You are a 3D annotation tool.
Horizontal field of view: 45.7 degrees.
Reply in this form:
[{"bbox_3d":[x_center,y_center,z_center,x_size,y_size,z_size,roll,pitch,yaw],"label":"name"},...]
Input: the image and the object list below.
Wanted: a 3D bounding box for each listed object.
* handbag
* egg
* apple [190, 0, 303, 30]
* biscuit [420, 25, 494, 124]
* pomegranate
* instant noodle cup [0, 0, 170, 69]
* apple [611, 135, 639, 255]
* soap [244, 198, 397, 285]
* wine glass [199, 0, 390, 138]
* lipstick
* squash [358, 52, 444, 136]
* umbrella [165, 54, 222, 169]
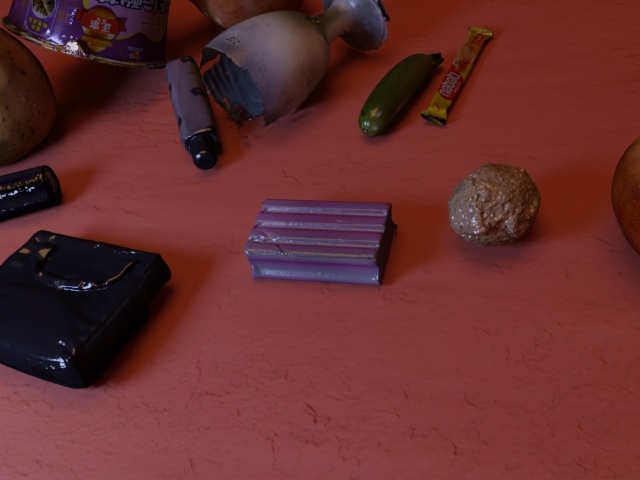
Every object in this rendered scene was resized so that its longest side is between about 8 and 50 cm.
[{"bbox_3d":[-0.379,0.093,1.111,0.275,0.088,0.244,8,46,27],"label":"handbag"},{"bbox_3d":[0.241,-0.048,1.059,0.140,0.116,0.118,-36,19,-21],"label":"egg"},{"bbox_3d":[-0.145,-0.526,1.613,0.251,0.163,0.293,-35,33,-8],"label":"apple"},{"bbox_3d":[0.250,-0.303,1.379,0.048,0.026,0.292,24,54,10],"label":"biscuit"},{"bbox_3d":[-0.638,-0.271,1.421,0.281,0.281,0.281,-8,44,8],"label":"pomegranate"},{"bbox_3d":[-0.436,-0.515,1.505,0.340,0.265,0.340,17,21,-6],"label":"instant noodle cup"},{"bbox_3d":[0.479,-0.043,0.953,0.211,0.173,0.234,-7,35,15],"label":"apple"},{"bbox_3d":[0.000,0.000,1.111,0.203,0.065,0.122,3,47,18],"label":"soap"},{"bbox_3d":[-0.051,-0.349,1.393,0.190,0.190,0.357,30,60,36],"label":"wine glass"},{"bbox_3d":[-0.605,-0.061,1.330,0.300,0.081,0.081,-15,44,1],"label":"lipstick"},{"bbox_3d":[0.138,-0.270,1.347,0.066,0.066,0.252,17,51,29],"label":"squash"},{"bbox_3d":[-0.238,-0.243,1.421,0.073,0.067,0.337,-29,44,6],"label":"umbrella"}]
